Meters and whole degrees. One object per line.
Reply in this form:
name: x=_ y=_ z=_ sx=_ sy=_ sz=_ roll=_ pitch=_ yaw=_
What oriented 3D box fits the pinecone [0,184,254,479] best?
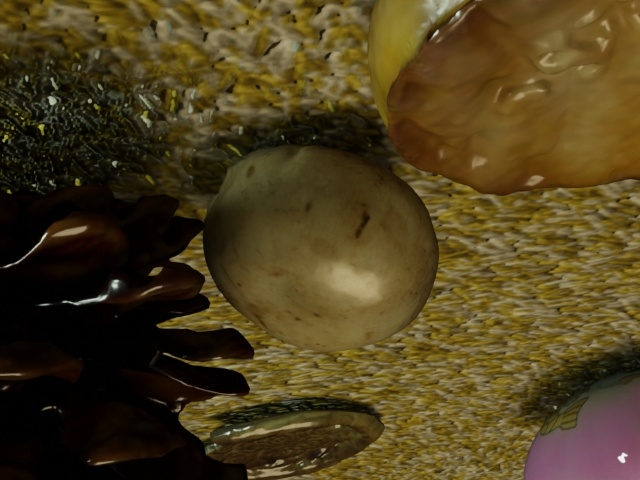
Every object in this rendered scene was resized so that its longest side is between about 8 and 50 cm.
pinecone: x=-0.221 y=0.122 z=0.916 sx=0.398 sy=0.397 sz=0.397 roll=-7 pitch=156 yaw=-3

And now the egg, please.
egg: x=0.323 y=0.238 z=1.556 sx=0.196 sy=0.196 sz=0.271 roll=10 pitch=144 yaw=-36

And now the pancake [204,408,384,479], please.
pancake: x=-0.041 y=0.219 z=1.599 sx=0.212 sy=0.029 sz=0.235 roll=-2 pitch=157 yaw=-18

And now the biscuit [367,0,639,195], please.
biscuit: x=0.169 y=-0.123 z=0.816 sx=0.296 sy=0.102 sz=0.296 roll=-10 pitch=157 yaw=-4

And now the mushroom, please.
mushroom: x=0.000 y=0.000 z=1.012 sx=0.166 sy=0.127 sz=0.166 roll=10 pitch=144 yaw=7
